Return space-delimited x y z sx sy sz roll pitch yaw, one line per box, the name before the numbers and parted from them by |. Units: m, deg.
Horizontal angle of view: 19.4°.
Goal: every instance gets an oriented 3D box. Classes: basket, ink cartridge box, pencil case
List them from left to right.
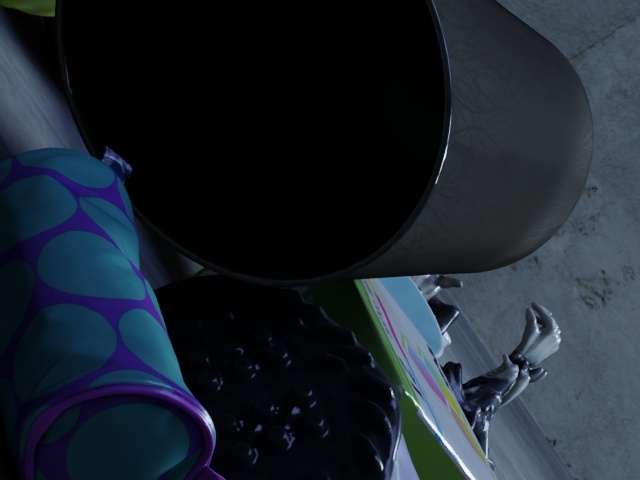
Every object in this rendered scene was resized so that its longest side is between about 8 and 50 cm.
pencil case | -0.079 0.029 0.629 0.070 0.064 0.151 32 19 -33
basket | 0.021 -0.060 0.827 0.204 0.154 0.227 49 16 24
ink cartridge box | 0.043 0.129 0.926 0.255 0.097 0.189 52 7 -31

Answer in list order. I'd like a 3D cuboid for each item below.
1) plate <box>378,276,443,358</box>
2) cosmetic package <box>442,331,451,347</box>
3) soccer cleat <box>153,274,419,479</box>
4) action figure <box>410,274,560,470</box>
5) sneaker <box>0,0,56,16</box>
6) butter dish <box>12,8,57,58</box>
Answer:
plate | 0.000 0.000 1.064 0.188 0.024 0.188 46 12 -13
cosmetic package | 0.022 0.000 1.653 0.239 0.060 0.099 53 7 -23
soccer cleat | 0.010 0.140 0.694 0.318 0.109 0.116 50 -28 37
action figure | 0.096 0.070 1.478 0.164 0.141 0.275 42 12 -38
sneaker | -0.170 -0.154 0.742 0.384 0.145 0.147 47 42 -71
butter dish | -0.119 -0.144 1.066 0.160 0.118 0.160 -120 -147 -49
